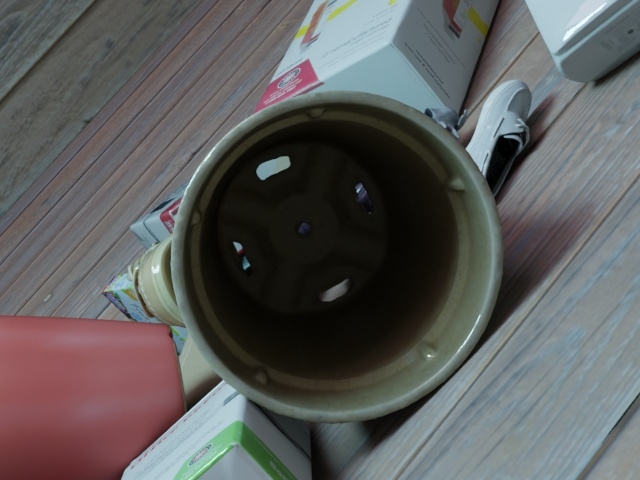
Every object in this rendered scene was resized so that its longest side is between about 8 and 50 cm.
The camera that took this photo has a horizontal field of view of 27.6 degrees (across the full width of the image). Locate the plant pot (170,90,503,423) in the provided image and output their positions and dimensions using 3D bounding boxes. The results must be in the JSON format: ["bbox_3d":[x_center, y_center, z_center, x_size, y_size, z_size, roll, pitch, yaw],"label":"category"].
[{"bbox_3d":[0.000,0.000,1.436,0.334,0.334,0.305,-45,10,0],"label":"plant pot"}]

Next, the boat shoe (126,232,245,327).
[{"bbox_3d":[-0.171,0.056,1.570,0.110,0.122,0.341,-20,-1,7],"label":"boat shoe"}]

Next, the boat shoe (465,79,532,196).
[{"bbox_3d":[0.216,-0.119,1.556,0.063,0.066,0.184,5,49,46],"label":"boat shoe"}]

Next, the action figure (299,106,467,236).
[{"bbox_3d":[0.084,-0.074,1.675,0.285,0.099,0.185,-43,14,-5],"label":"action figure"}]

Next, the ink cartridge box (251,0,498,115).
[{"bbox_3d":[0.093,-0.289,1.944,0.279,0.160,0.385,-25,28,37],"label":"ink cartridge box"}]

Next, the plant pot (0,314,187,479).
[{"bbox_3d":[-0.287,0.208,1.542,0.243,0.275,0.275,-7,18,-11],"label":"plant pot"}]

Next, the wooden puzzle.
[{"bbox_3d":[-0.118,0.143,1.693,0.238,0.044,0.221,-28,34,46],"label":"wooden puzzle"}]

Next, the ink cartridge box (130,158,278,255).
[{"bbox_3d":[-0.150,-0.046,1.924,0.197,0.114,0.273,-41,9,-18],"label":"ink cartridge box"}]

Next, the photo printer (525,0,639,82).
[{"bbox_3d":[0.342,-0.377,1.563,0.256,0.107,0.308,-38,49,28],"label":"photo printer"}]

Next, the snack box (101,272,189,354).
[{"bbox_3d":[-0.233,0.105,1.852,0.100,0.141,0.037,-13,37,55],"label":"snack box"}]

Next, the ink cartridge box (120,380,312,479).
[{"bbox_3d":[-0.114,0.258,1.319,0.198,0.115,0.273,-42,8,7],"label":"ink cartridge box"}]

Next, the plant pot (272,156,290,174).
[{"bbox_3d":[0.009,-0.111,1.766,0.109,0.109,0.096,-34,-33,-36],"label":"plant pot"}]

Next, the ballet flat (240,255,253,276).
[{"bbox_3d":[-0.083,0.045,1.807,0.188,0.070,0.070,-39,22,25],"label":"ballet flat"}]
